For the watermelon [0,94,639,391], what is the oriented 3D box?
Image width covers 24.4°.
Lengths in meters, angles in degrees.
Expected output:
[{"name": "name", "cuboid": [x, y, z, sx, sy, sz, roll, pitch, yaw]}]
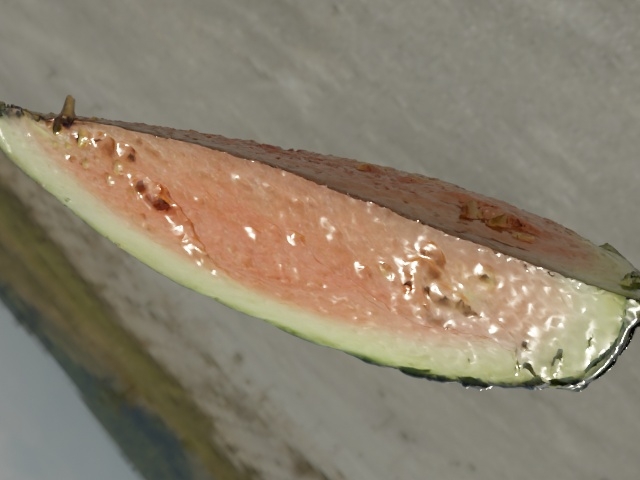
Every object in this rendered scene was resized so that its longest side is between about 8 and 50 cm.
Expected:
[{"name": "watermelon", "cuboid": [0.002, -0.006, 0.499, 0.245, 0.063, 0.119, 19, 166, 25]}]
